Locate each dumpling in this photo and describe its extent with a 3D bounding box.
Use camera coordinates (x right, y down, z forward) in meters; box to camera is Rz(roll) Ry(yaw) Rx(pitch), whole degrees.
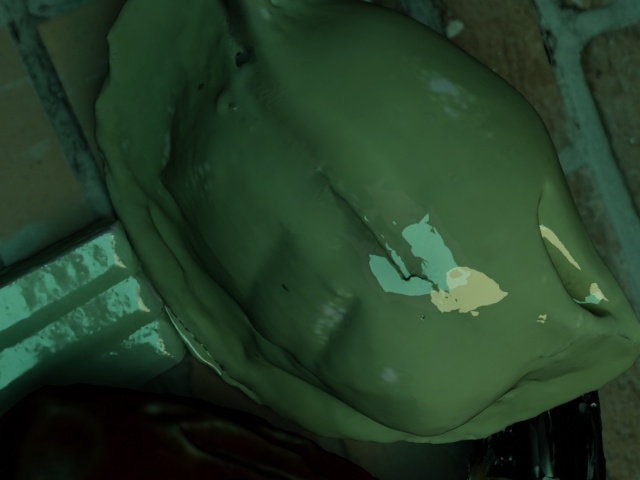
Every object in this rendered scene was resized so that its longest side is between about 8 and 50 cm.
[{"bbox_3d":[0.000,0.000,1.297,0.395,0.233,0.315,43,125,-7],"label":"dumpling"}]

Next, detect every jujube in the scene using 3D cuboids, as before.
[{"bbox_3d":[-0.091,0.233,1.328,0.376,0.258,0.258,14,102,-32],"label":"jujube"}]

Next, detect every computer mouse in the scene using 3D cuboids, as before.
[{"bbox_3d":[0.159,0.167,1.408,0.077,0.146,0.242,9,87,22],"label":"computer mouse"}]

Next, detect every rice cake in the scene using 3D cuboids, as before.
[{"bbox_3d":[-0.215,0.087,1.366,0.237,0.043,0.127,-30,109,-1],"label":"rice cake"}]
